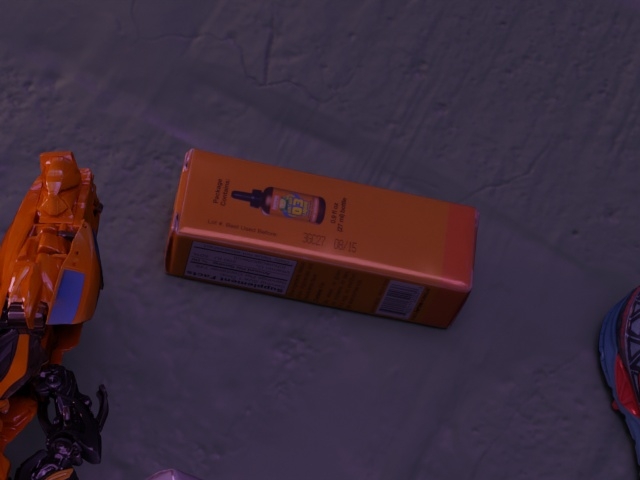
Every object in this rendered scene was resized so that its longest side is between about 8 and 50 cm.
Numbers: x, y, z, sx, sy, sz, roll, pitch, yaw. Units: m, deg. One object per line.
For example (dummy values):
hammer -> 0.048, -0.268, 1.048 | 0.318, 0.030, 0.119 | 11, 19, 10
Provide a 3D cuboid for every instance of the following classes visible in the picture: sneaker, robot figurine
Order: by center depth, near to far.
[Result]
robot figurine -> -0.237, 0.070, 1.173 | 0.211, 0.085, 0.291 | 0, 48, 7
sneaker -> 0.289, 0.142, 1.367 | 0.104, 0.125, 0.262 | -16, 67, -19

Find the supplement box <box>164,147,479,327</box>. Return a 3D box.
supplement box -> 0.000, 0.000, 1.408 | 0.233, 0.080, 0.078 | 13, 60, -7

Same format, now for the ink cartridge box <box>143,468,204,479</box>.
ink cartridge box -> -0.044, 0.327, 1.172 | 0.130, 0.272, 0.309 | -28, 68, 9
